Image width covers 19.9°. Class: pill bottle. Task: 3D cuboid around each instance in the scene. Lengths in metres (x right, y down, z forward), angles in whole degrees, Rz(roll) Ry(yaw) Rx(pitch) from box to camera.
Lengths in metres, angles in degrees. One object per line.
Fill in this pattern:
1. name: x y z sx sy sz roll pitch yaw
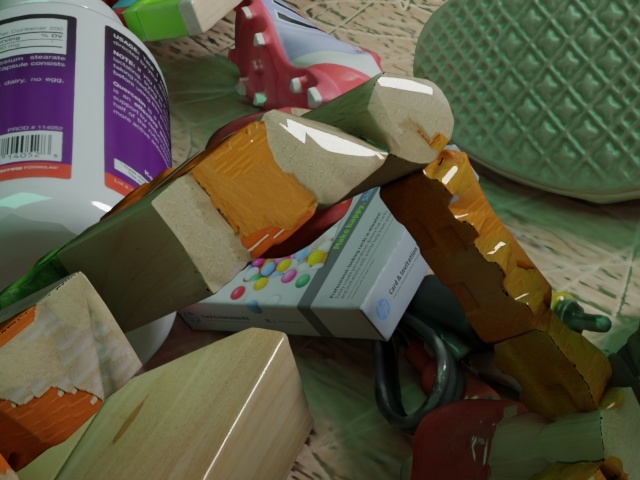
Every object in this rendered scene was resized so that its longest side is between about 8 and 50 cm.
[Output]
1. pill bottle: -0.196 -0.049 1.311 0.181 0.181 0.323 -13 38 4

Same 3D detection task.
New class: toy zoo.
1. toy zoo: -0.173 -0.208 1.546 0.293 0.030 0.192 -5 27 33

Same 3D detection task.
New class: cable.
1. cable: 0.061 0.056 1.228 0.139 0.072 0.287 -48 34 -10

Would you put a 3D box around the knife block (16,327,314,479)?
1. knife block: -0.101 0.197 1.070 0.275 0.088 0.242 -23 41 -9

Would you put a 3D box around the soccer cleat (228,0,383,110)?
1. soccer cleat: -0.002 -0.132 1.427 0.095 0.083 0.248 -4 26 -21

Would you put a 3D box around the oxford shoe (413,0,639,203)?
1. oxford shoe: 0.271 -0.107 1.279 0.449 0.169 0.130 4 3 33

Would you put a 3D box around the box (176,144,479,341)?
1. box: 0.000 0.000 1.249 0.186 0.038 0.145 0 49 45

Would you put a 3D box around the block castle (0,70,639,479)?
1. block castle: -0.064 0.142 0.928 0.453 0.303 0.213 -43 12 -35

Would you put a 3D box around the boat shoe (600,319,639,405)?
1. boat shoe: 0.213 0.091 1.098 0.095 0.095 0.257 -8 32 29
